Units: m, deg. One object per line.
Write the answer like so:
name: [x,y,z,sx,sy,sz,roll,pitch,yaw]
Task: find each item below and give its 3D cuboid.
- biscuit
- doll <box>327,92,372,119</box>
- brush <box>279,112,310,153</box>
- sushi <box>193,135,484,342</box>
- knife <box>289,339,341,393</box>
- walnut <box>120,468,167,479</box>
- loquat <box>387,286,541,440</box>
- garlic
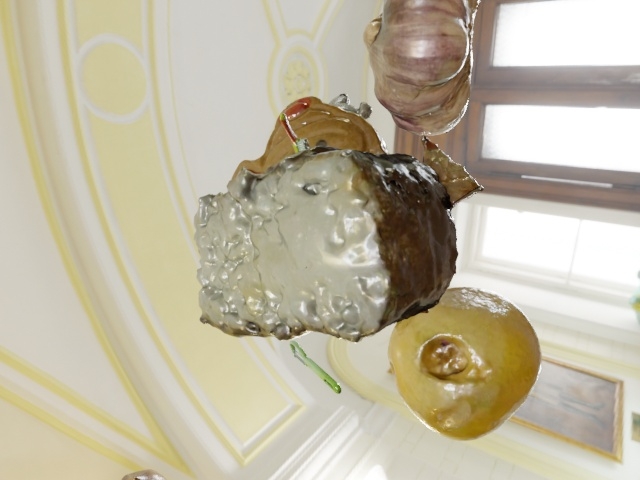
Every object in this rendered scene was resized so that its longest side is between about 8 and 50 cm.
biscuit: [-0.016,-0.097,0.817,0.074,0.359,0.380,31,-138,-63]
doll: [0.022,-0.281,1.200,0.158,0.340,0.245,37,-93,-19]
brush: [-0.030,-0.132,0.591,0.083,0.021,0.018,64,-146,-19]
sushi: [0.000,0.000,0.486,0.182,0.344,0.196,-21,-84,-47]
knife: [-0.016,0.248,0.901,0.015,0.212,0.054,-23,-69,-23]
walnut: [-0.335,0.497,0.831,0.116,0.116,0.207,-38,-33,-46]
loquat: [0.201,0.165,0.637,0.213,0.213,0.212,-26,-58,-52]
garlic: [0.139,-0.273,0.635,0.245,0.161,0.244,6,-90,-76]
